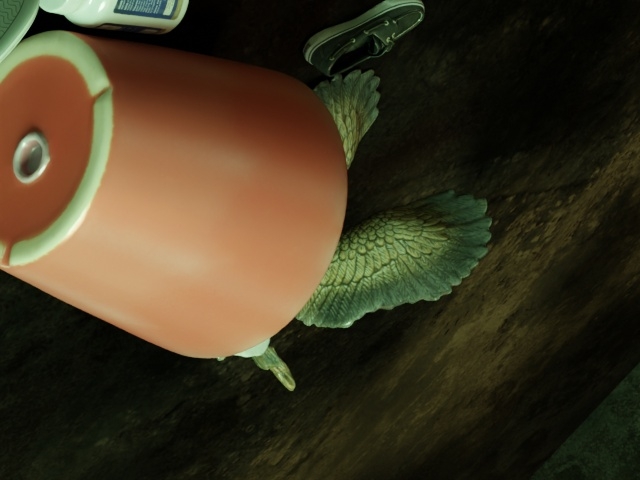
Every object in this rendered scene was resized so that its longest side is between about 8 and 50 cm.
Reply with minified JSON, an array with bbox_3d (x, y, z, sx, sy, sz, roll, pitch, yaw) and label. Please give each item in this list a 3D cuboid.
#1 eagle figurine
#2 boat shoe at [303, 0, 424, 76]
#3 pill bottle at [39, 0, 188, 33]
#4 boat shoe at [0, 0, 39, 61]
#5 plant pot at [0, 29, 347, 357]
[{"bbox_3d":[-0.002,-0.008,1.629,0.298,0.225,0.226,-36,145,18],"label":"eagle figurine"},{"bbox_3d":[0.050,-0.200,1.544,0.142,0.040,0.049,-27,150,-22],"label":"boat shoe"},{"bbox_3d":[-0.168,-0.202,1.242,0.120,0.067,0.067,-2,136,-50],"label":"pill bottle"},{"bbox_3d":[-0.342,-0.103,1.135,0.320,0.118,0.103,-43,180,-8],"label":"boat shoe"},{"bbox_3d":[-0.156,-0.048,1.309,0.243,0.275,0.275,18,120,-49],"label":"plant pot"}]
